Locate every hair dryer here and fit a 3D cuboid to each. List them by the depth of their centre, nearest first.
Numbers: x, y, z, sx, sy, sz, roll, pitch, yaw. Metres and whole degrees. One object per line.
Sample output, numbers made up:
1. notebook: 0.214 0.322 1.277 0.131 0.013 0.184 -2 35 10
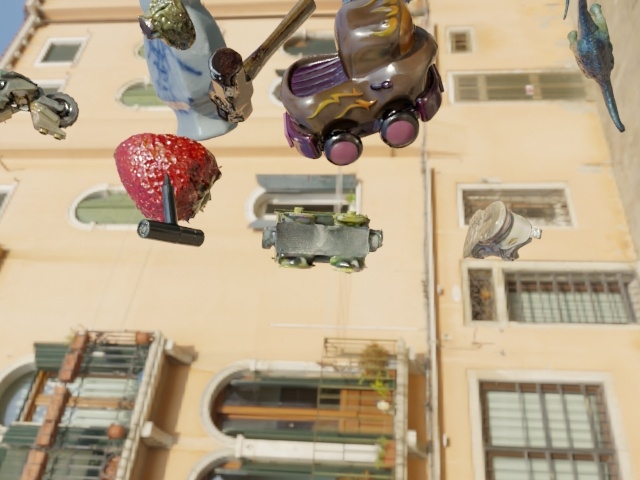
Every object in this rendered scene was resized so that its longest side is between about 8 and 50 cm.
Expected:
1. hair dryer: -0.367 -0.080 1.542 0.173 0.050 0.195 13 -129 -57

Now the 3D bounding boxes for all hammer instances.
1. hammer: -0.135 -0.499 1.726 0.409 0.095 0.242 -50 -9 -16

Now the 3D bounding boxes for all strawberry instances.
1. strawberry: -0.421 -0.172 1.760 0.257 0.277 0.257 -61 1 1

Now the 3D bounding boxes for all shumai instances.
1. shumai: -0.307 -0.420 1.296 0.087 0.099 0.124 -42 -51 -25

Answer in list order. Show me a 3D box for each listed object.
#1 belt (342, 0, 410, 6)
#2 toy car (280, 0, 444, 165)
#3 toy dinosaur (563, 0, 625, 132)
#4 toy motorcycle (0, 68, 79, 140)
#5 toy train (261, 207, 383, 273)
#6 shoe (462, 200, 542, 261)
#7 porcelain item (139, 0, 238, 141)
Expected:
1. belt: 0.131 -0.608 1.572 0.218 0.128 0.122 -10 57 64
2. toy car: 0.064 -0.322 1.288 0.271 0.340 0.240 -99 -15 -48
3. toy dinosaur: 0.527 -0.370 1.272 0.363 0.076 0.147 49 -149 -40
4. toy motorcycle: -0.572 -0.244 1.216 0.094 0.229 0.130 -29 45 61
5. toy train: 0.000 0.000 1.430 0.177 0.260 0.134 -177 90 -82
6. shoe: 0.322 -0.009 1.185 0.180 0.092 0.089 119 168 -72
7. porcelain item: -0.368 -0.495 1.854 0.178 0.242 0.405 -29 -63 -35
